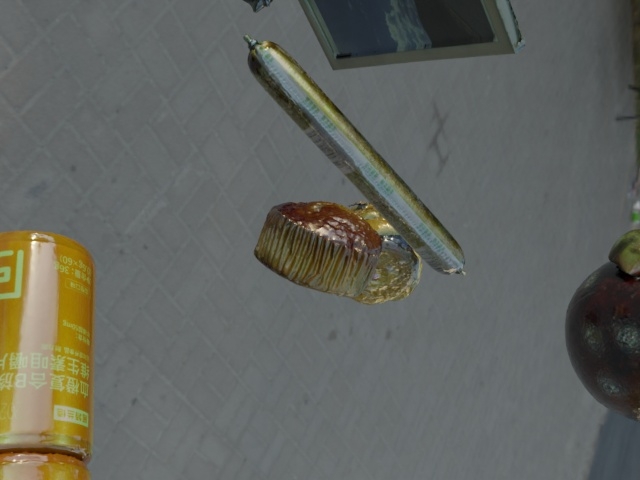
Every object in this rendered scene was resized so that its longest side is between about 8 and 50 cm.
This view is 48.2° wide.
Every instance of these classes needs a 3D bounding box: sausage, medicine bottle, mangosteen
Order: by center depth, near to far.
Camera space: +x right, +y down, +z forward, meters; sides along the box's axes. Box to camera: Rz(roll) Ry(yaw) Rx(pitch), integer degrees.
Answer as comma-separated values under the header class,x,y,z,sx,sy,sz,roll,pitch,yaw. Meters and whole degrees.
class,x,y,z,sx,sy,sz,roll,pitch,yaw
medicine bottle,-0.206,0.096,0.495,0.096,0.096,0.192,40,36,-53
sausage,0.034,-0.057,0.559,0.269,0.032,0.033,45,59,-22
mangosteen,0.541,0.144,1.135,0.300,0.300,0.301,-22,117,-52

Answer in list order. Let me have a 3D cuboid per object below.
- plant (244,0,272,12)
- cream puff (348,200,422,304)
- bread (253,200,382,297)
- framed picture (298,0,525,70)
class,x,y,z,sx,sy,sz,roll,pitch,yaw
plant,-0.092,-0.394,0.849,0.199,0.188,0.276,-49,-170,18
cream puff,0.089,0.017,1.229,0.130,0.189,0.189,-93,166,-50
bread,0.000,0.000,0.471,0.085,0.085,0.053,7,104,-56
framed picture,0.044,-0.234,0.594,0.023,0.260,0.189,-39,117,-20
